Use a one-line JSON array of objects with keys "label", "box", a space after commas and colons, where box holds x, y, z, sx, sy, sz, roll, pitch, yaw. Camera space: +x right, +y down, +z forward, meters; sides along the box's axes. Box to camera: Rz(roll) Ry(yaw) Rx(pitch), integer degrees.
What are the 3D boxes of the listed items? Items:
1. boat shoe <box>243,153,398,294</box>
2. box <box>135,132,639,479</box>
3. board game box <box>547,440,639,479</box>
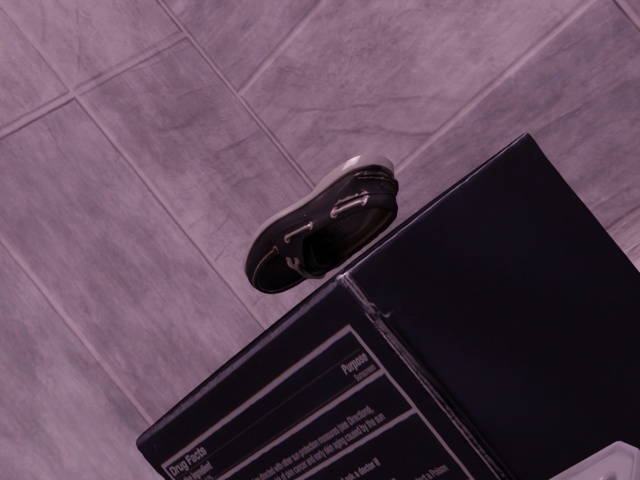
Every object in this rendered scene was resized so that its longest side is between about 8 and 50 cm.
[{"label": "boat shoe", "box": [0.000, 0.000, 0.818, 0.046, 0.038, 0.125, 23, -47, -37]}, {"label": "box", "box": [0.088, 0.144, 0.845, 0.183, 0.294, 0.296, -38, -1, -37]}, {"label": "board game box", "box": [-0.018, 0.306, 0.569, 0.390, 0.050, 0.390, -40, 16, 38]}]
